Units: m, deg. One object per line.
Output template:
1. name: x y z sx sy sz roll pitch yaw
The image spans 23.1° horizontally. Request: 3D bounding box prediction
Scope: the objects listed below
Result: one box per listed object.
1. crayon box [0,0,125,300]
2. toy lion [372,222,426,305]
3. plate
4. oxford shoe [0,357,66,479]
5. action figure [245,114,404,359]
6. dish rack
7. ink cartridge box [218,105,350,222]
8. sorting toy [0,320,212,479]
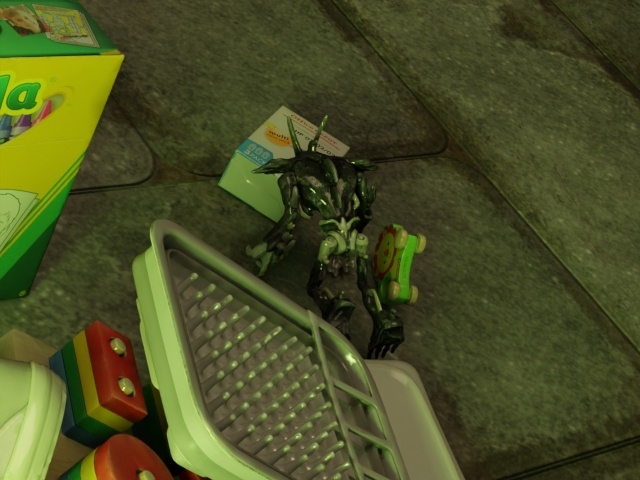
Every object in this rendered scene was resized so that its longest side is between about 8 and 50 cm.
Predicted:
1. crayon box: -0.396 -0.068 1.416 0.363 0.313 0.106 -8 49 -41
2. toy lion: 0.085 0.028 1.843 0.034 0.096 0.100 13 78 -21
3. plate: 0.030 0.211 1.602 0.278 0.045 0.277 6 42 -29
4. oxford shoe: -0.303 0.275 1.118 0.130 0.169 0.449 23 57 -17
5. action figure: 0.000 0.000 1.768 0.164 0.141 0.276 1 59 -31
6. dish rack: -0.047 0.151 1.433 0.333 0.072 0.285 37 25 -42
7. ink cartridge box: -0.036 -0.099 1.928 0.104 0.061 0.181 33 35 5
8. sorting toy: -0.144 0.205 1.355 0.257 0.089 0.255 36 24 -42
